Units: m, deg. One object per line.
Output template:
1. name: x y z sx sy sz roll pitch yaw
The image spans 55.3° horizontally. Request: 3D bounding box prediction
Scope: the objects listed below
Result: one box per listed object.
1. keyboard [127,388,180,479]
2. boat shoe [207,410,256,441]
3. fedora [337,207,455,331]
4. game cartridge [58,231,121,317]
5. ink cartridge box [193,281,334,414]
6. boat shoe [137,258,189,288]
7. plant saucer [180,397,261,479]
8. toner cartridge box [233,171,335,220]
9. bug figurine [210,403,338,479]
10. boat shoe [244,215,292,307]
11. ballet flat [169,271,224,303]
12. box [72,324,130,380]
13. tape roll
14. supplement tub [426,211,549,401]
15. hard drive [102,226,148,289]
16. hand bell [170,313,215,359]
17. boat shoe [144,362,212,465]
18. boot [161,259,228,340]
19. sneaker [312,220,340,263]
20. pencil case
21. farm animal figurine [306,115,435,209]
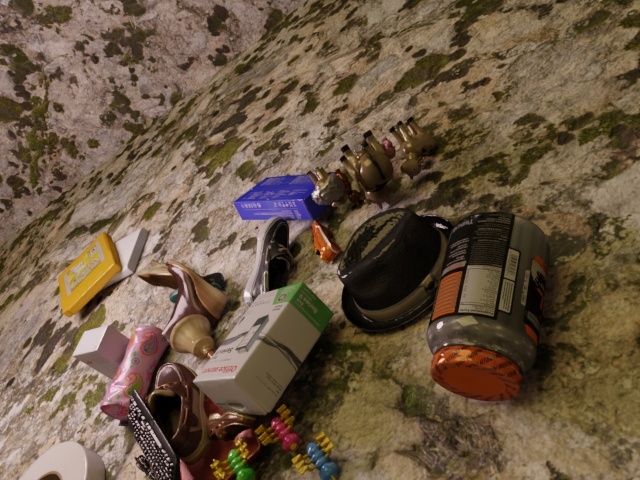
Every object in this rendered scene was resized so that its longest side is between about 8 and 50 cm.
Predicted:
1. keyboard: -0.394 0.502 1.425 0.317 0.033 0.201 28 120 53
2. boat shoe: -0.199 0.417 1.359 0.178 0.064 0.060 -27 45 50
3. fedora: 0.153 0.040 1.409 0.334 0.152 0.334 -28 37 23
4. game cartridge: -0.934 0.132 2.453 0.285 0.052 0.324 -46 33 -1
5. ink cartridge box: -0.131 0.252 1.425 0.211 0.121 0.289 -21 27 51
6. boat shoe: -0.537 0.104 2.104 0.285 0.104 0.089 1 57 47
7. plant saucer: -0.257 0.495 1.443 0.258 0.048 0.259 -44 33 1
8. toner cartridge box: -0.101 -0.134 1.888 0.348 0.075 0.165 2 34 48
9. bug figurine: -0.094 0.474 1.251 0.279 0.072 0.216 -40 48 -1
10. boat shoe: -0.126 0.056 1.726 0.102 0.108 0.301 -13 47 38
11. ballet flat: -0.388 0.146 1.936 0.203 0.074 0.074 -19 41 24
12. box: -0.647 0.351 1.894 0.130 0.170 0.091 -16 43 34
13. tape roll: -0.751 0.745 1.671 0.392 0.072 0.392 -27 38 24
14. supplement tub: 0.308 0.119 1.125 0.194 0.193 0.315 -10 47 40
15. hard drive: -0.865 0.102 2.501 0.353 0.047 0.233 -26 38 26
16. hand bell: -0.297 0.312 1.655 0.126 0.126 0.242 -50 46 -8
17. boat shoe: -0.365 0.398 1.507 0.123 0.123 0.342 -42 34 3
18. boot: -0.417 0.193 1.827 0.248 0.090 0.206 32 81 23
19. sneaker: 0.000 0.000 1.695 0.067 0.064 0.175 -49 28 16
20. pencil case: -0.542 0.391 1.796 0.124 0.124 0.284 -19 42 32
21. farm animal figurine: 0.155 -0.182 1.618 0.330 0.172 0.327 -35 -6 13
